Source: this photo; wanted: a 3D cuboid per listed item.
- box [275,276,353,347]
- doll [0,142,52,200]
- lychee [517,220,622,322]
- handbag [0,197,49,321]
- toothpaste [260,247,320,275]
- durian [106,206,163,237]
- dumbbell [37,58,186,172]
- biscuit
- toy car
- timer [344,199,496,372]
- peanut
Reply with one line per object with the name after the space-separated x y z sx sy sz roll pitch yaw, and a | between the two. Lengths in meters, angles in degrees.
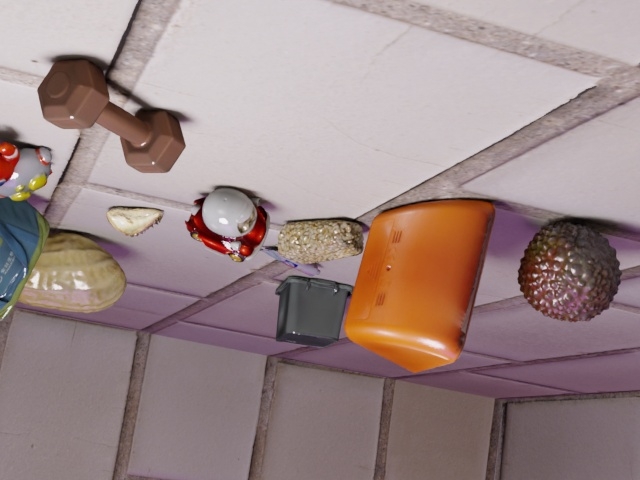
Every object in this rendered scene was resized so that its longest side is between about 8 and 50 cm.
-0.025 0.176 2.530 0.163 0.135 0.243 11 166 -10 | box
-0.505 -0.107 1.684 0.142 0.076 0.245 -33 167 20 | doll
0.395 0.056 1.690 0.165 0.165 0.197 5 139 17 | lychee
-0.665 0.005 1.941 0.222 0.263 0.241 30 -179 29 | handbag
-0.058 0.044 2.227 0.045 0.028 0.170 6 166 43 | toothpaste
-0.352 -0.046 2.046 0.130 0.052 0.066 -1 126 23 | durian
-0.269 -0.159 1.387 0.092 0.082 0.231 1 164 27 | dumbbell
0.000 0.000 1.915 0.168 0.070 0.082 -7 163 43 | biscuit
-0.161 -0.041 1.800 0.139 0.112 0.112 16 153 10 | toy car
0.174 0.068 1.699 0.161 0.257 0.250 22 165 -22 | timer
-0.589 0.062 2.302 0.340 0.174 0.158 7 -176 -9 | peanut
